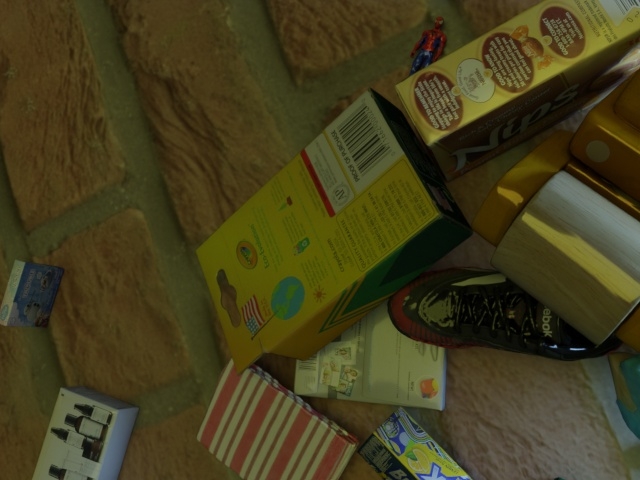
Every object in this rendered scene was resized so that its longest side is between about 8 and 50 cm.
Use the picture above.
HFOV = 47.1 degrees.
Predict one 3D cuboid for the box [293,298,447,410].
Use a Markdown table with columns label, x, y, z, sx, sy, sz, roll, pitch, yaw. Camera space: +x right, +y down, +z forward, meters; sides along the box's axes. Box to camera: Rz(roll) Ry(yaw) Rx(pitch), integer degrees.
| label | x | y | z | sx | sy | sz | roll | pitch | yaw |
| --- | --- | --- | --- | --- | --- | --- | --- | --- | --- |
| box | 0.064 | 0.129 | 0.919 | 0.186 | 0.038 | 0.145 | 1 | 83 | 17 |

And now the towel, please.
| label | x | y | z | sx | sy | sz | roll | pitch | yaw |
| --- | --- | --- | --- | --- | --- | --- | --- | --- | --- |
| towel | -0.060 | 0.250 | 0.929 | 0.197 | 0.029 | 0.144 | 33 | 111 | 18 |

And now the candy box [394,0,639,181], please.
| label | x | y | z | sx | sy | sz | roll | pitch | yaw |
| --- | --- | --- | --- | --- | --- | --- | --- | --- | --- |
| candy box | 0.255 | -0.192 | 0.834 | 0.316 | 0.183 | 0.088 | -27 | 75 | 11 |

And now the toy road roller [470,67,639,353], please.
| label | x | y | z | sx | sy | sz | roll | pitch | yaw |
| --- | --- | --- | --- | --- | --- | --- | --- | --- | --- |
| toy road roller | 0.328 | -0.075 | 0.720 | 0.202 | 0.329 | 0.241 | 39 | 139 | 18 |

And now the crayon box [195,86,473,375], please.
| label | x | y | z | sx | sy | sz | roll | pitch | yaw |
| --- | --- | --- | --- | --- | --- | --- | --- | --- | --- |
| crayon box | 0.000 | 0.000 | 0.881 | 0.318 | 0.081 | 0.202 | -39 | 54 | 23 |

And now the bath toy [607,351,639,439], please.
| label | x | y | z | sx | sy | sz | roll | pitch | yaw |
| --- | --- | --- | --- | --- | --- | --- | --- | --- | --- |
| bath toy | 0.475 | 0.100 | 0.742 | 0.348 | 0.129 | 0.151 | -22 | 37 | -2 |

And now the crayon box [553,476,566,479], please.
| label | x | y | z | sx | sy | sz | roll | pitch | yaw |
| --- | --- | --- | --- | --- | --- | --- | --- | --- | --- |
| crayon box | 0.214 | 0.399 | 0.769 | 0.081 | 0.165 | 0.278 | 31 | 91 | 18 |

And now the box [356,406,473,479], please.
| label | x | y | z | sx | sy | sz | roll | pitch | yaw |
| --- | --- | --- | --- | --- | --- | --- | --- | --- | --- |
| box | 0.127 | 0.281 | 0.856 | 0.169 | 0.059 | 0.054 | 45 | 137 | 16 |

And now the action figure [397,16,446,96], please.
| label | x | y | z | sx | sy | sz | roll | pitch | yaw |
| --- | --- | --- | --- | --- | --- | --- | --- | --- | --- |
| action figure | 0.137 | -0.238 | 0.958 | 0.038 | 0.030 | 0.115 | 20 | 86 | 23 |

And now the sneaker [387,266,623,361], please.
| label | x | y | z | sx | sy | sz | roll | pitch | yaw |
| --- | --- | --- | --- | --- | --- | --- | --- | --- | --- |
| sneaker | 0.211 | 0.078 | 0.813 | 0.276 | 0.135 | 0.098 | 5 | 84 | 7 |

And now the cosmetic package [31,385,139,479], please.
| label | x | y | z | sx | sy | sz | roll | pitch | yaw |
| --- | --- | --- | --- | --- | --- | --- | --- | --- | --- |
| cosmetic package | -0.336 | 0.328 | 0.996 | 0.098 | 0.060 | 0.239 | 15 | 86 | 19 |

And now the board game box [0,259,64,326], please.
| label | x | y | z | sx | sy | sz | roll | pitch | yaw |
| --- | --- | --- | --- | --- | --- | --- | --- | --- | --- |
| board game box | -0.408 | 0.077 | 1.039 | 0.020 | 0.090 | 0.090 | 15 | 87 | 18 |
